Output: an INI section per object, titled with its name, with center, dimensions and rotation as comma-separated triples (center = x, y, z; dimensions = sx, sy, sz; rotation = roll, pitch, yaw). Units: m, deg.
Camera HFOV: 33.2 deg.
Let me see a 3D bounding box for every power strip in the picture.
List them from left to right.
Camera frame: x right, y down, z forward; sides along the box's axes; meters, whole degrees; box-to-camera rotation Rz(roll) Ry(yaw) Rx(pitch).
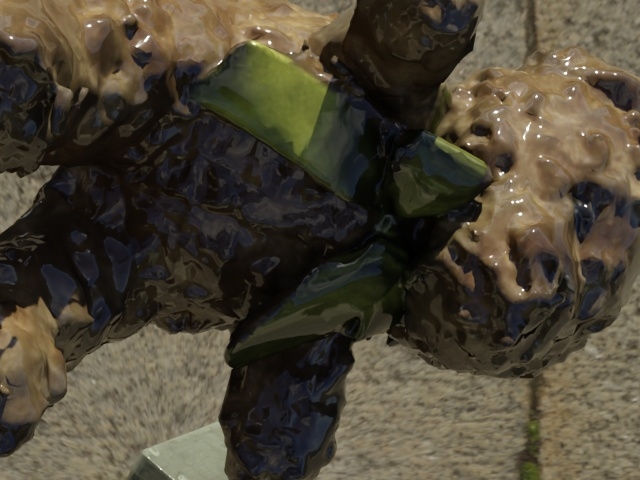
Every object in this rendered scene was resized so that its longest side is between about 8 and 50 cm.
[power strip]
center = -0.091, 0.239, 1.168
dimensions = 0.093, 0.288, 0.053
rotation = 34, 107, 22

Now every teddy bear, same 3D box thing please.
[teddy bear]
center = -0.003, 0.003, 0.406
dimensions = 0.223, 0.296, 0.246
rotation = 22, 112, 19
